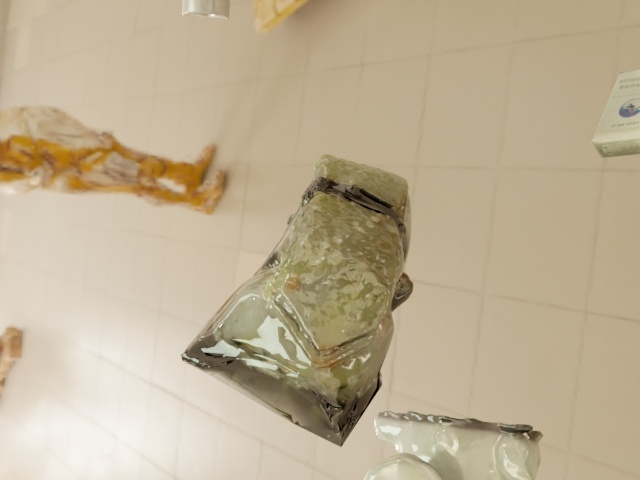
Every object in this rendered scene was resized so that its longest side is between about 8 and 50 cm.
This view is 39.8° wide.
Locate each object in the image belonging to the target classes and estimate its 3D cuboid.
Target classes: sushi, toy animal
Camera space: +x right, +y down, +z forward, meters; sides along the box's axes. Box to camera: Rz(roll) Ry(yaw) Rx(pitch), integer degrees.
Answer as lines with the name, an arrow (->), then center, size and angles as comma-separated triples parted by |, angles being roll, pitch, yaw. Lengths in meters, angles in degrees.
sushi -> 0.020, 0.001, 0.653 | 0.134, 0.273, 0.109 | 23, 134, 13
toy animal -> 0.169, 0.316, 0.953 | 0.174, 0.249, 0.289 | 148, 113, -67

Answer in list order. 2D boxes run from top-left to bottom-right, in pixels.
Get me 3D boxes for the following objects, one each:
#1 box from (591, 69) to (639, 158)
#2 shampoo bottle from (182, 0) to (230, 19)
box -> 0.267, -0.108, 0.742 | 0.054, 0.024, 0.083 | -1, 52, 46
shampoo bottle -> -0.061, -0.282, 0.503 | 0.092, 0.092, 0.303 | 28, 120, 53
